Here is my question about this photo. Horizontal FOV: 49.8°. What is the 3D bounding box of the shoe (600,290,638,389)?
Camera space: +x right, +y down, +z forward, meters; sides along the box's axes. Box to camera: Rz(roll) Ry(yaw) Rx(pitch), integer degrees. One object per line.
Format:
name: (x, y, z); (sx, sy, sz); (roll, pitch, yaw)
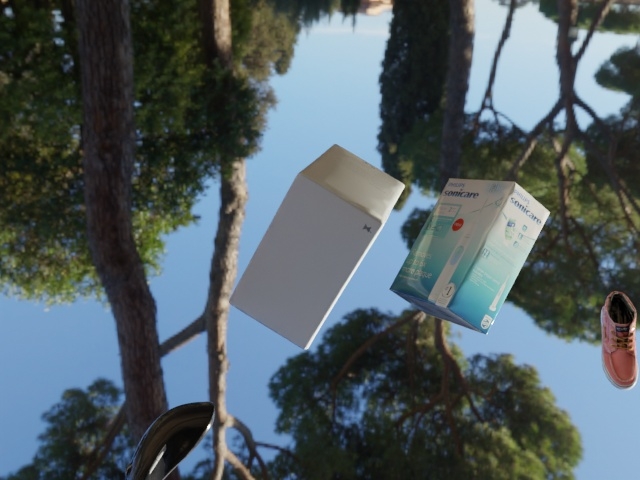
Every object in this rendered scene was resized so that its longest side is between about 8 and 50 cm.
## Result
shoe: (0.566, 0.187, 1.306); (0.064, 0.081, 0.177); (-3, -120, 15)

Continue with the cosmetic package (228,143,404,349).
cosmetic package: (0.000, 0.000, 1.024); (0.138, 0.224, 0.224); (31, -158, 1)

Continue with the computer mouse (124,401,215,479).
computer mouse: (-0.261, 0.346, 1.021); (0.262, 0.060, 0.184); (-46, -163, 1)

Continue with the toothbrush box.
toothbrush box: (0.312, 0.024, 1.466); (0.126, 0.295, 0.216); (35, 172, -26)
